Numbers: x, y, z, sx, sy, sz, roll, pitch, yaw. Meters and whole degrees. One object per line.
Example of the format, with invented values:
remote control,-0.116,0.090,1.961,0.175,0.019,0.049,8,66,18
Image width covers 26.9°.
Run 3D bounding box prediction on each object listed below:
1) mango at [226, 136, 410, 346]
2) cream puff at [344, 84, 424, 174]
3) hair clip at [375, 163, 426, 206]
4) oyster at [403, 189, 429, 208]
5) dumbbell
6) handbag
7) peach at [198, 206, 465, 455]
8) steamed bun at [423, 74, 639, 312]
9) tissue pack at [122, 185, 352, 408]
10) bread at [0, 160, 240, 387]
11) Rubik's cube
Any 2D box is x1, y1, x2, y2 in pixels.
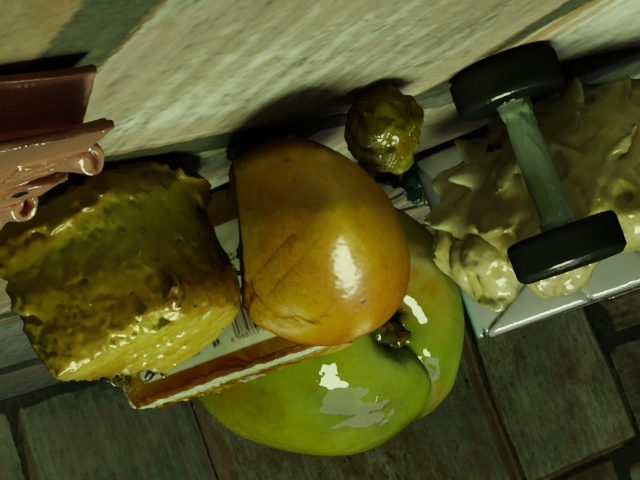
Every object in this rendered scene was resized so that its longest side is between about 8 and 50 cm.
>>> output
mango,0.000,0.000,1.101,0.138,0.187,0.257,-20,-175,-12
cream puff,0.050,-0.092,1.101,0.083,0.058,0.083,-46,153,-43
hair clip,0.107,-0.065,1.589,0.049,0.049,0.173,-21,173,14
oyster,0.158,-0.065,1.770,0.100,0.037,0.098,-17,174,-20
dumbbell,0.187,-0.065,1.158,0.100,0.191,0.100,-18,172,-2
handbag,-0.225,-0.035,0.787,0.157,0.059,0.212,-14,171,-35
peach,-0.005,0.097,1.480,0.316,0.314,0.281,6,-144,40
steamed bun,0.228,-0.071,1.305,0.292,0.137,0.295,-40,-160,-5
tissue pack,-0.103,0.050,1.312,0.226,0.183,0.092,-22,164,23
bread,-0.144,0.021,1.091,0.147,0.160,0.260,-27,166,11
Rubik's cube,0.268,-0.026,1.569,0.221,0.231,0.225,-21,175,16
